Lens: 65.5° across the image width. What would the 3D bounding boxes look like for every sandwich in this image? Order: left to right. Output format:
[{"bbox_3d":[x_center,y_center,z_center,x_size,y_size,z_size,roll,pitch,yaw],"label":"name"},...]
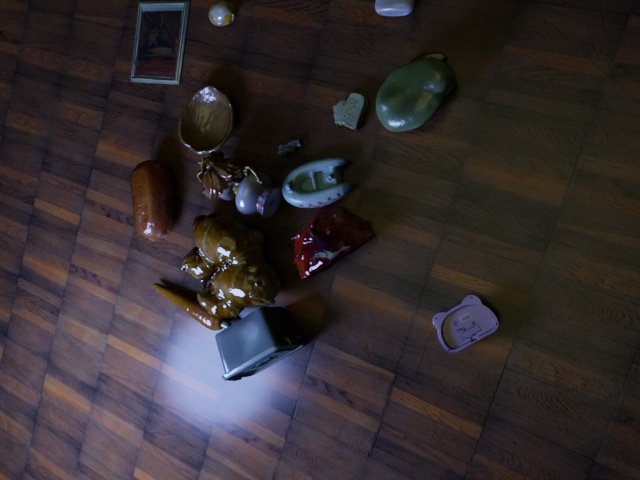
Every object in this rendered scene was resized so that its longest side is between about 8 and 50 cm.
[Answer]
[{"bbox_3d":[0.083,-0.362,1.375,0.093,0.035,0.105,26,100,21],"label":"sandwich"}]

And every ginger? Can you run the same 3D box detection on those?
[{"bbox_3d":[-0.277,0.064,1.478,0.274,0.152,0.358,-33,79,32],"label":"ginger"}]

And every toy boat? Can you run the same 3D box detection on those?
[{"bbox_3d":[-0.015,-0.163,1.389,0.207,0.079,0.134,-13,76,20],"label":"toy boat"}]

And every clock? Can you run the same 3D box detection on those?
[{"bbox_3d":[0.364,0.206,1.255,0.152,0.050,0.110,-35,78,19],"label":"clock"}]

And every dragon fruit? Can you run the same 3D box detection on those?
[{"bbox_3d":[-0.006,-0.004,1.369,0.274,0.126,0.161,-33,79,19],"label":"dragon fruit"}]

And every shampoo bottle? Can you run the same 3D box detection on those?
[{"bbox_3d":[0.208,-0.710,1.309,0.108,0.051,0.221,11,95,25],"label":"shampoo bottle"}]

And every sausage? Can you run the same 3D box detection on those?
[{"bbox_3d":[-0.536,-0.129,1.595,0.133,0.133,0.259,-5,87,23],"label":"sausage"}]

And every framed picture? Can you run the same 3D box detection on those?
[{"bbox_3d":[-0.536,-0.657,1.646,0.216,0.016,0.274,10,94,22],"label":"framed picture"}]

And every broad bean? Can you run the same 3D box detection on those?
[{"bbox_3d":[0.238,-0.383,1.279,0.169,0.100,0.228,44,108,24],"label":"broad bean"}]

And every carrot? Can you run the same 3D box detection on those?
[{"bbox_3d":[-0.414,0.210,1.583,0.335,0.069,0.069,22,99,24],"label":"carrot"}]

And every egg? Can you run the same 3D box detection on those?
[{"bbox_3d":[-0.304,-0.691,1.518,0.083,0.071,0.071,-25,81,25],"label":"egg"}]

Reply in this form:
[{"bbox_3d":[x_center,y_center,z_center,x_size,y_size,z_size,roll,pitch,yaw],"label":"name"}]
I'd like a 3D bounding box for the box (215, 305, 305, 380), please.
[{"bbox_3d":[-0.184,0.294,1.438,0.243,0.163,0.135,-34,69,21],"label":"box"}]

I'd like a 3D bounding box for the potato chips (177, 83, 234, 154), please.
[{"bbox_3d":[-0.346,-0.371,1.544,0.195,0.062,0.208,-9,86,17],"label":"potato chips"}]

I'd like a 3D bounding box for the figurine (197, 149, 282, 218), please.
[{"bbox_3d":[-0.246,-0.164,1.458,0.263,0.142,0.190,28,135,17],"label":"figurine"}]

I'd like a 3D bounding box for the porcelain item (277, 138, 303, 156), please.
[{"bbox_3d":[-0.092,-0.271,1.456,0.083,0.028,0.036,-19,67,23],"label":"porcelain item"}]
